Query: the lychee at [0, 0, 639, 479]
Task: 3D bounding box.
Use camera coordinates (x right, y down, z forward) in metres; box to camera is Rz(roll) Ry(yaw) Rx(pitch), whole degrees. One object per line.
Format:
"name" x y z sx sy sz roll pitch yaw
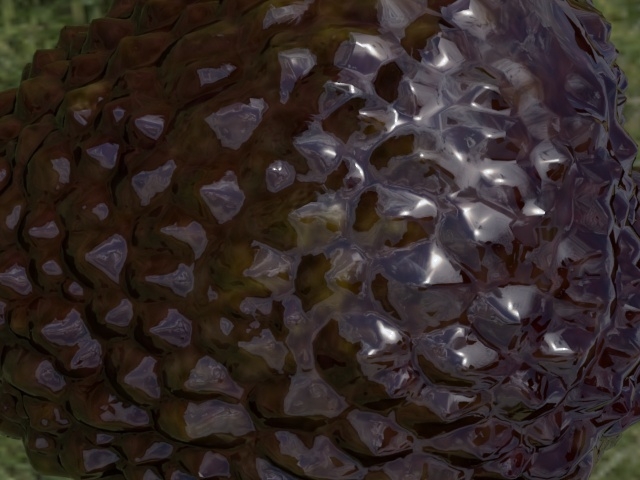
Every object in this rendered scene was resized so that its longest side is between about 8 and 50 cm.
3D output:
"lychee" 0.000 0.000 0.593 0.236 0.271 0.236 168 -90 -87
